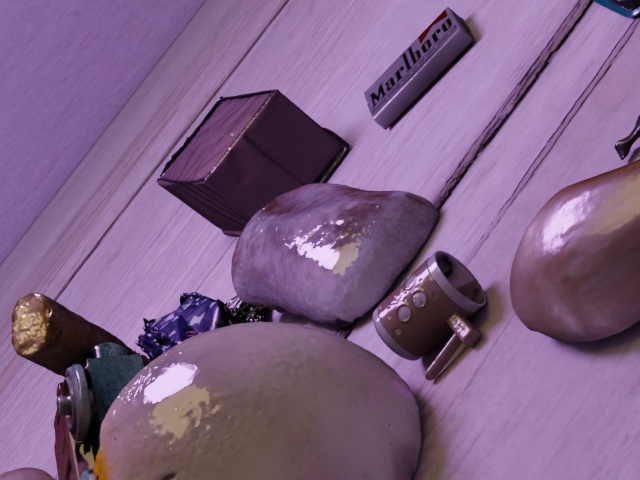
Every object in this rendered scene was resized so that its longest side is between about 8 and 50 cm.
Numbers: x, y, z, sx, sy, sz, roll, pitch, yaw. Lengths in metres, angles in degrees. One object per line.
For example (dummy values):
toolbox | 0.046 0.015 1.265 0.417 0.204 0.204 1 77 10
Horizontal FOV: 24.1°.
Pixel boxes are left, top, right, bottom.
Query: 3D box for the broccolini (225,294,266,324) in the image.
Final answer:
broccolini | -0.044 0.037 1.975 0.271 0.062 0.123 -43 30 10

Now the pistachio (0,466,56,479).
pistachio | -0.409 0.369 2.052 0.124 0.124 0.185 -51 16 -3

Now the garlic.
garlic | 0.266 -0.015 1.264 0.318 0.112 0.143 -36 24 30

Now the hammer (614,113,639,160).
hammer | 0.342 -0.076 1.336 0.125 0.027 0.297 -50 18 15

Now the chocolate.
chocolate | 0.000 0.000 1.826 0.185 0.100 0.303 -51 29 -19

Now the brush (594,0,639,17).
brush | 0.340 -0.295 1.752 0.043 0.032 0.193 -48 20 7

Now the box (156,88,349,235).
box | -0.106 -0.113 2.238 0.188 0.153 0.252 -54 20 -9

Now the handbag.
handbag | -0.130 0.151 1.788 0.113 0.162 0.260 -40 16 -14

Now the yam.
yam | -0.257 0.156 1.844 0.081 0.357 0.081 -11 64 24

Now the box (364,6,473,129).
box | 0.137 -0.242 2.108 0.177 0.036 0.115 -45 19 16

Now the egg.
egg | -0.081 0.191 1.423 0.337 0.201 0.337 -22 40 20

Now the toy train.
toy train | -0.221 0.272 1.680 0.221 0.150 0.304 110 151 -45

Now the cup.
cup | 0.116 0.080 1.515 0.099 0.102 0.074 -43 -19 22
